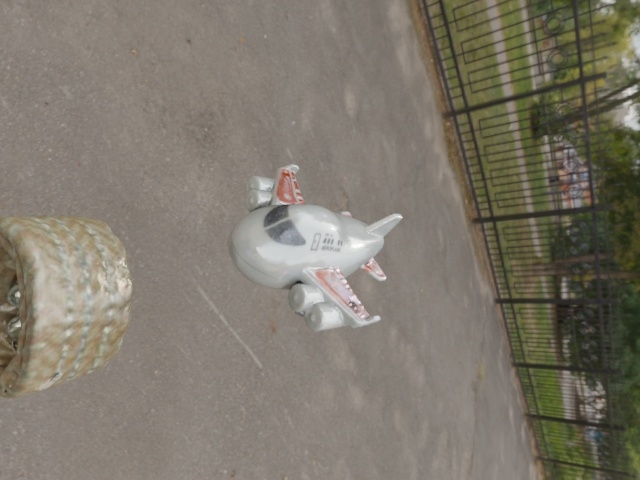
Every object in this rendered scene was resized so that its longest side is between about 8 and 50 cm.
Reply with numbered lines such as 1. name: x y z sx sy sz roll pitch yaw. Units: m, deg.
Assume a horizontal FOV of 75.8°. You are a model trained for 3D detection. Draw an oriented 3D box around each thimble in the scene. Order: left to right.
1. thimble: -0.365 0.081 0.558 0.148 0.195 0.229 -7 86 -59

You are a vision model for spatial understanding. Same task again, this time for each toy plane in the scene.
1. toy plane: -0.002 0.002 0.533 0.252 0.118 0.252 24 40 -22
